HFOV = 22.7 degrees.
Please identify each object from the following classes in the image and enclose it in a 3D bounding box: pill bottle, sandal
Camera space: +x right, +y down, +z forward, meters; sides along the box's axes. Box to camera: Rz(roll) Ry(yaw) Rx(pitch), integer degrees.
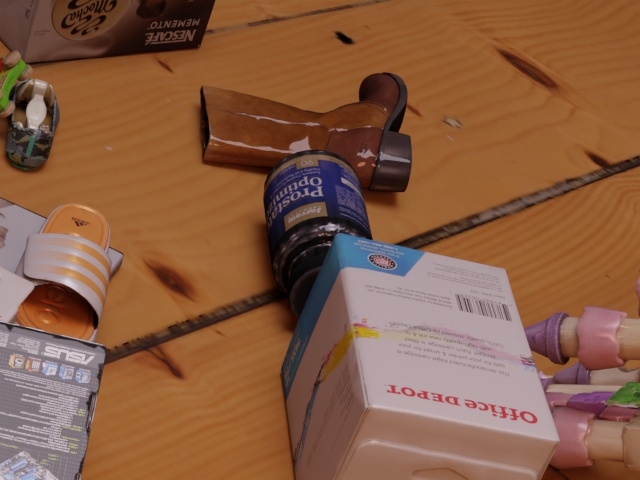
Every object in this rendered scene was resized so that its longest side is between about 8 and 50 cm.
[{"bbox_3d":[0.000,0.000,1.862,0.123,0.123,0.219,12,33,-15],"label":"pill bottle"},{"bbox_3d":[-0.269,0.016,1.681,0.102,0.076,0.265,15,33,-10],"label":"sandal"}]

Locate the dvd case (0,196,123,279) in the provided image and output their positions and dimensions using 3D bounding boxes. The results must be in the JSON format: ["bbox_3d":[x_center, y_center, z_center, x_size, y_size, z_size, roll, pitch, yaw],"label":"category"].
[{"bbox_3d":[-0.338,0.043,1.696,0.180,0.022,0.253,25,33,4],"label":"dvd case"}]

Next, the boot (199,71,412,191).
[{"bbox_3d":[-0.026,-0.163,2.148,0.280,0.096,0.264,8,42,-7],"label":"boot"}]

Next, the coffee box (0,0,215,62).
[{"bbox_3d":[-0.287,-0.349,2.161,0.297,0.168,0.119,-10,45,-41],"label":"coffee box"}]

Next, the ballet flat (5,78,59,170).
[{"bbox_3d":[-0.347,-0.159,1.945,0.070,0.070,0.188,10,34,-18],"label":"ballet flat"}]

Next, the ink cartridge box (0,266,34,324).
[{"bbox_3d":[-0.366,0.095,1.539,0.104,0.061,0.181,26,44,5],"label":"ink cartridge box"}]

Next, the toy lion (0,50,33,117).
[{"bbox_3d":[-0.405,-0.188,1.948,0.034,0.096,0.100,50,42,-37],"label":"toy lion"}]

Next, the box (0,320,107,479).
[{"bbox_3d":[-0.341,0.167,1.406,0.270,0.060,0.216,14,58,-11],"label":"box"}]

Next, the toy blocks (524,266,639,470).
[{"bbox_3d":[0.315,0.199,1.720,0.260,0.309,0.288,-1,10,27],"label":"toy blocks"}]

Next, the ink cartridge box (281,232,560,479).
[{"bbox_3d":[0.090,0.164,1.607,0.198,0.197,0.270,12,34,-15],"label":"ink cartridge box"}]
